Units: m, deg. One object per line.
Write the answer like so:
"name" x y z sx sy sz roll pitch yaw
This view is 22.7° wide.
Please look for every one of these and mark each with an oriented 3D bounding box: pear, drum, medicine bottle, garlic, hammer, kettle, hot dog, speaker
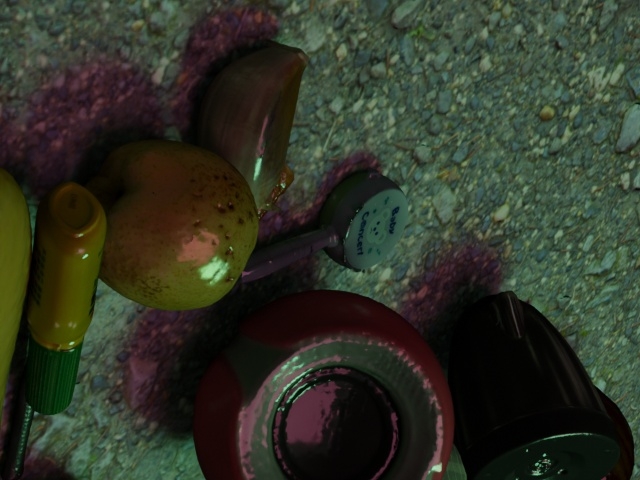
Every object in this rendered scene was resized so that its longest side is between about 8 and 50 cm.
"pear" -0.152 -0.017 1.541 0.178 0.178 0.178 -30 136 -33
"drum" 0.006 -0.019 1.816 0.253 0.049 0.130 -6 121 -48
"medicine bottle" -0.245 0.065 1.496 0.064 0.095 0.260 0 133 -18
"garlic" -0.065 -0.098 1.639 0.128 0.090 0.198 -28 128 -49
"hammer" -0.288 0.140 1.606 0.103 0.029 0.246 -15 128 -43
"kettle" 0.269 0.199 2.124 0.207 0.271 0.251 -29 144 20
"hot dog" -0.077 -0.031 1.728 0.137 0.028 0.044 -48 137 -11
"speaker" -0.002 0.208 1.791 0.294 0.294 0.294 -30 136 -33

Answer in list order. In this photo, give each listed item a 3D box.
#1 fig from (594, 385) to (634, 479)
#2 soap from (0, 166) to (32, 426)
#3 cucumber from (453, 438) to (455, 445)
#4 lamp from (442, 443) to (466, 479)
"fig" 0.335 0.251 2.326 0.217 0.217 0.321 -34 118 -29
"soap" -0.377 0.104 1.378 0.306 0.115 0.427 -30 152 -38
"cucumber" 0.133 0.351 2.235 0.072 0.072 0.300 -2 116 -50
"lamp" 0.071 0.330 2.016 0.233 0.233 0.265 -47 159 -15
